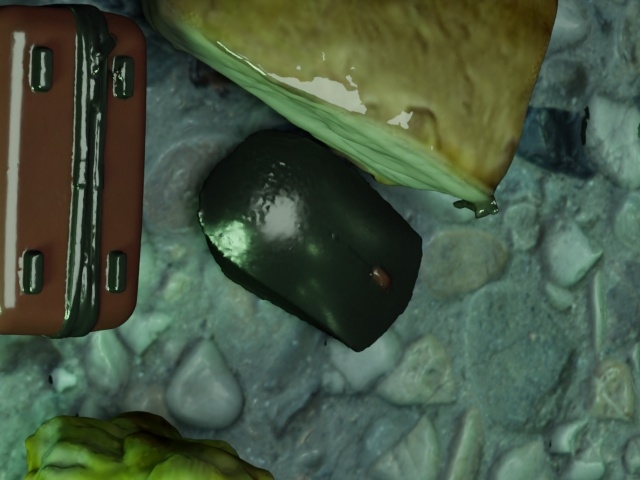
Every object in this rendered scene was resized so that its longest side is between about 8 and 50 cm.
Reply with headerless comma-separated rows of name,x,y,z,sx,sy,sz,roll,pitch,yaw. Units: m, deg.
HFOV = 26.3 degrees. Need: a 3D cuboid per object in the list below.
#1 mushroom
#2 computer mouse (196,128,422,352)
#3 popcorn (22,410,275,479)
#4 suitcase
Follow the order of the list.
mushroom,0.034,-0.244,1.396,0.397,0.224,0.313,25,83,-26
computer mouse,0.002,0.000,1.474,0.295,0.087,0.168,35,75,-27
popcorn,-0.166,0.325,1.311,0.312,0.312,0.312,-2,95,-28
suitcase,-0.273,-0.066,1.245,0.161,0.236,0.297,-1,94,-39
